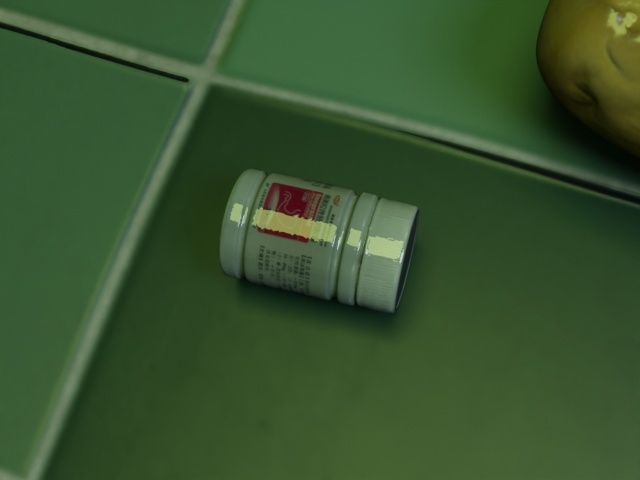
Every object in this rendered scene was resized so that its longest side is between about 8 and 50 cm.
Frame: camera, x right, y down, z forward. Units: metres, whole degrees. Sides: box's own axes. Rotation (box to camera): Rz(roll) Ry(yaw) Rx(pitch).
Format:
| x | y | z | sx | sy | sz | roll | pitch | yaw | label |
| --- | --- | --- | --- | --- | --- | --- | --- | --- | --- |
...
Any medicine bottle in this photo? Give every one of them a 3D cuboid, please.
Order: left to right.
| x | y | z | sx | sy | sz | roll | pitch | yaw | label |
| --- | --- | --- | --- | --- | --- | --- | --- | --- | --- |
| 0.000 | 0.000 | 0.491 | 0.091 | 0.058 | 0.058 | 13 | 71 | 9 | medicine bottle |

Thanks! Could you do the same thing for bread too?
| x | y | z | sx | sy | sz | roll | pitch | yaw | label |
| --- | --- | --- | --- | --- | --- | --- | --- | --- | --- |
| 0.212 | -0.074 | 0.474 | 0.217 | 0.098 | 0.147 | 28 | 46 | 13 | bread |
